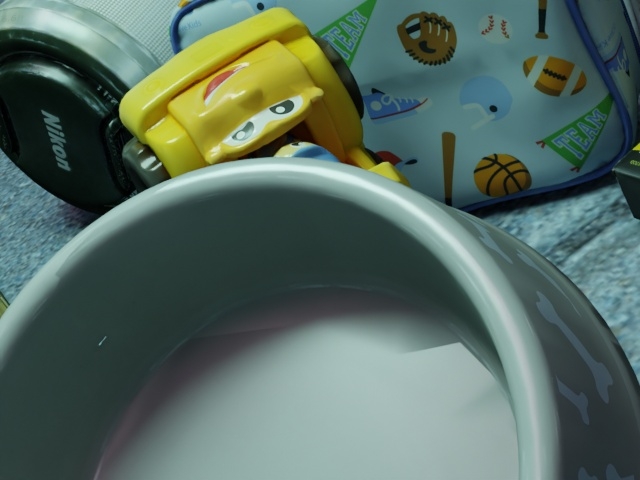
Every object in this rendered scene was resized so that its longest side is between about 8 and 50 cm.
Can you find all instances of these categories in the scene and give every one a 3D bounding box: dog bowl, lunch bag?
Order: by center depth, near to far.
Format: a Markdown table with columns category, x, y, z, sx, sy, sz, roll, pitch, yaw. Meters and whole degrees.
| category | x | y | z | sx | sy | sz | roll | pitch | yaw |
| --- | --- | --- | --- | --- | --- | --- | --- | --- | --- |
| dog bowl | -0.028 | 0.119 | 0.603 | 0.349 | 0.102 | 0.348 | -11 | 63 | 22 |
| lunch bag | 0.062 | -0.137 | 0.898 | 0.303 | 0.243 | 0.115 | -13 | 35 | 30 |

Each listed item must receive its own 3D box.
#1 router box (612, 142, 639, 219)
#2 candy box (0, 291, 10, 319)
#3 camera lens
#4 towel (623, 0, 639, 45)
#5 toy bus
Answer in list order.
| category | x | y | z | sx | sy | sz | roll | pitch | yaw |
| --- | --- | --- | --- | --- | --- | --- | --- | --- | --- |
| router box | 0.281 | -0.048 | 0.768 | 0.133 | 0.046 | 0.179 | -41 | 32 | -17 |
| candy box | -0.404 | 0.121 | 1.084 | 0.316 | 0.087 | 0.183 | -37 | 30 | -11 |
| camera lens | -0.154 | -0.172 | 1.166 | 0.219 | 0.219 | 0.274 | -3 | 40 | 39 |
| towel | 0.102 | -0.201 | 0.994 | 0.285 | 0.209 | 0.034 | 0 | 32 | 42 |
| toy bus | 0.000 | 0.000 | 0.787 | 0.149 | 0.220 | 0.211 | -32 | 36 | -11 |
